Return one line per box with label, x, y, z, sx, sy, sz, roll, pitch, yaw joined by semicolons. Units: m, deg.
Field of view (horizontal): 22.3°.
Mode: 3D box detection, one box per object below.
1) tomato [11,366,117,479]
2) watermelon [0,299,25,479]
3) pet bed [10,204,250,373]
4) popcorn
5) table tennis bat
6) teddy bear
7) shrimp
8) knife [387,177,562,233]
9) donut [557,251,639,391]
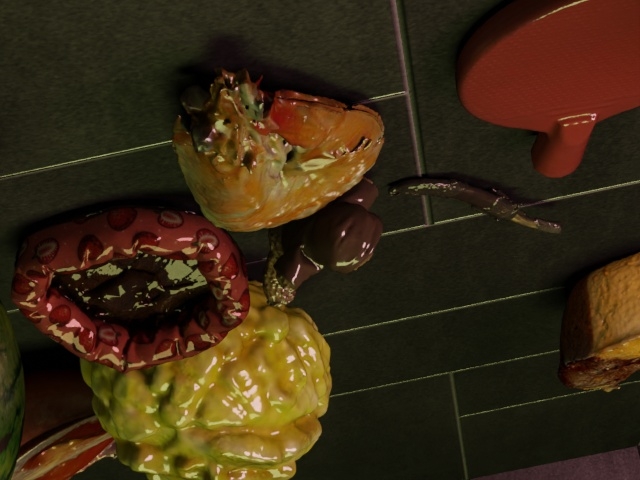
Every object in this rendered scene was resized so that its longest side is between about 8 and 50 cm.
tomato;-0.292;0.193;1.735;0.199;0.112;0.228;-23;164;-26
watermelon;-0.327;0.062;1.098;0.330;0.189;0.331;10;127;14
pet bed;-0.154;0.039;1.350;0.201;0.054;0.201;-4;143;-3
popcorn;-0.107;0.144;1.546;0.259;0.212;0.259;-9;155;-4
table tennis bat;0.193;-0.116;1.172;0.200;0.038;0.310;-9;162;-4
teddy bear;-0.007;-0.006;1.342;0.119;0.078;0.160;-50;-167;-22
shrimp;-0.033;-0.069;1.161;0.154;0.062;0.294;-24;166;5
knife;0.150;-0.034;1.432;0.222;0.021;0.045;12;151;-42
donut;0.329;0.083;1.769;0.151;0.112;0.295;3;157;-30
